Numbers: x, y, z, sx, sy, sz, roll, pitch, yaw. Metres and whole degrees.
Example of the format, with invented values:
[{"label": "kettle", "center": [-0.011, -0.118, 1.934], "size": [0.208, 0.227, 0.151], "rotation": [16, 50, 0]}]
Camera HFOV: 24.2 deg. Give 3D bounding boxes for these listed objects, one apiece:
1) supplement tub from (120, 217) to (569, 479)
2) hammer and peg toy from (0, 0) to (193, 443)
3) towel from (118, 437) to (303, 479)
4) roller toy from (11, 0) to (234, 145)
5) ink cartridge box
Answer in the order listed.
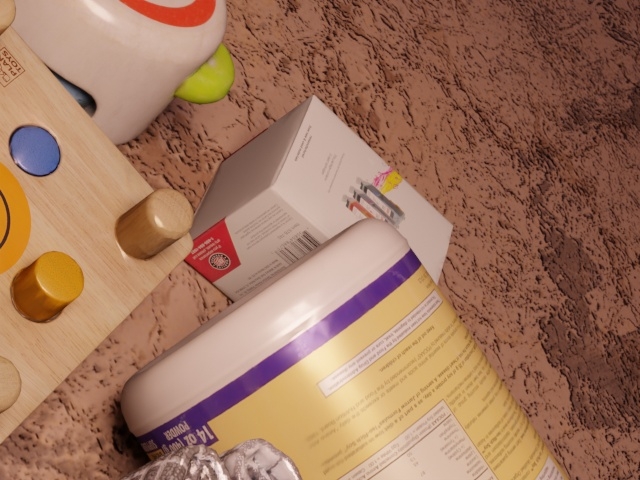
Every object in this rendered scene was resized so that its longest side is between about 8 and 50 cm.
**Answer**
[{"label": "supplement tub", "center": [0.039, 0.178, 1.067], "size": [0.331, 0.241, 0.241], "rotation": [56, 38, -1]}, {"label": "hammer and peg toy", "center": [-0.266, -0.062, 0.968], "size": [0.361, 0.127, 0.266], "rotation": [50, 50, -8]}, {"label": "towel", "center": [-0.085, 0.284, 0.867], "size": [0.121, 0.235, 0.284], "rotation": [2, 61, -42]}, {"label": "roller toy", "center": [-0.184, -0.176, 1.154], "size": [0.191, 0.146, 0.209], "rotation": [0, 55, -50]}, {"label": "ink cartridge box", "center": [0.000, 0.000, 1.240], "size": [0.176, 0.128, 0.127], "rotation": [43, 40, -18]}]
